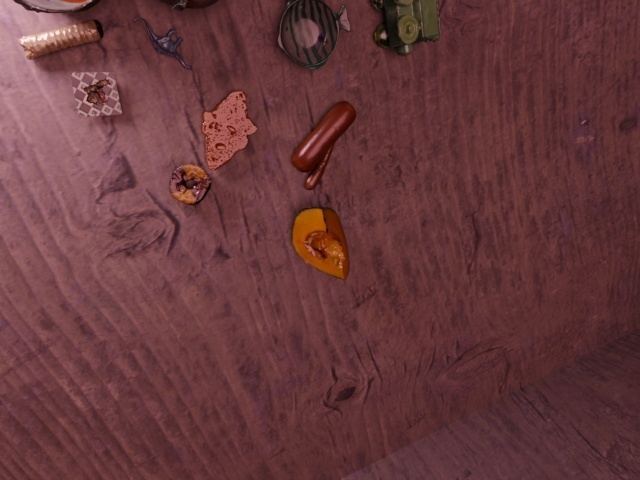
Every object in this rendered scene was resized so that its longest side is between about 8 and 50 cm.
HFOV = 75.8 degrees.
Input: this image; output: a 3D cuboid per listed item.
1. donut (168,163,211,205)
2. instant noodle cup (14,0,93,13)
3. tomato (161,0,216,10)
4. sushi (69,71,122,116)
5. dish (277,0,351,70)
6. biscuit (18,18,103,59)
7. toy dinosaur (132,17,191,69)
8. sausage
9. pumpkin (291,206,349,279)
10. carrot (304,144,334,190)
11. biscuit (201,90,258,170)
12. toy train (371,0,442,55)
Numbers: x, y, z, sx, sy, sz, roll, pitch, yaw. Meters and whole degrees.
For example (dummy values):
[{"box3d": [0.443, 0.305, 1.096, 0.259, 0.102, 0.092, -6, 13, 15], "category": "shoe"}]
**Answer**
[{"box3d": [-0.439, -0.191, 1.386, 0.141, 0.059, 0.140, -7, 113, -16], "category": "donut"}, {"box3d": [-0.661, -0.712, 1.020, 0.297, 0.214, 0.296, -7, 112, -16], "category": "instant noodle cup"}, {"box3d": [-0.372, -0.757, 1.054, 0.317, 0.317, 0.282, 11, 90, -23], "category": "tomato"}, {"box3d": [-0.669, -0.437, 1.231, 0.120, 0.026, 0.126, -8, 117, -19], "category": "sushi"}, {"box3d": [-0.031, -0.675, 1.327, 0.246, 0.078, 0.224, -24, 120, -8], "category": "dish"}, {"box3d": [-0.719, -0.561, 1.148, 0.219, 0.055, 0.061, -20, 126, -11], "category": "biscuit"}, {"box3d": [-0.461, -0.593, 1.231, 0.080, 0.045, 0.197, -48, 127, 7], "category": "toy dinosaur"}, {"box3d": [0.012, -0.368, 1.461, 0.089, 0.083, 0.300, 37, 96, -32], "category": "sausage"}, {"box3d": [0.000, 0.000, 1.597, 0.169, 0.148, 0.312, -9, 110, 26], "category": "pumpkin"}, {"box3d": [0.004, -0.281, 1.518, 0.048, 0.048, 0.216, 27, 95, -26], "category": "carrot"}, {"box3d": [-0.312, -0.364, 1.374, 0.183, 0.043, 0.280, 19, 108, -21], "category": "biscuit"}, {"box3d": [0.287, -0.767, 1.368, 0.188, 0.159, 0.271, -24, 116, -20], "category": "toy train"}]
